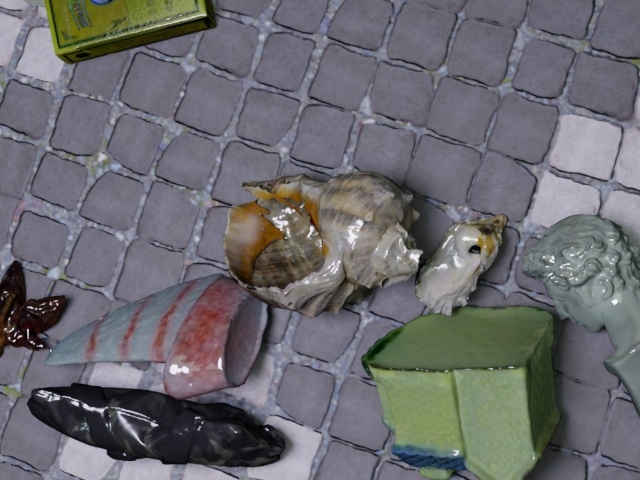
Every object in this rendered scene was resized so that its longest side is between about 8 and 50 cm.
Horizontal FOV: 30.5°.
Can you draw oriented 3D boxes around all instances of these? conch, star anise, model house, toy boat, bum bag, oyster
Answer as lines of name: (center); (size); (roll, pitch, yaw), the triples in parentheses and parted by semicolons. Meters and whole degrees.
conch: (0.012, 0.009, 1.478); (0.291, 0.159, 0.210); (18, 74, 50)
star anise: (-0.441, 0.101, 1.584); (0.212, 0.053, 0.157); (-24, 80, 7)
model house: (0.179, 0.199, 1.434); (0.214, 0.195, 0.189); (-4, 106, 23)
toy boat: (-0.218, 0.122, 1.517); (0.282, 0.096, 0.206); (-6, 43, 22)
bum bag: (-0.212, 0.236, 1.484); (0.341, 0.144, 0.095); (9, 73, 10)
oyster: (0.174, 0.030, 1.495); (0.122, 0.045, 0.146); (-7, 61, 22)

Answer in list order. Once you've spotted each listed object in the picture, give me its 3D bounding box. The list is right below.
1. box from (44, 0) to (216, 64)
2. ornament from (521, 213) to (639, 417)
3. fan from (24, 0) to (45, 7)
box: (-0.266, -0.338, 1.610); (0.220, 0.064, 0.140); (-13, 83, 8)
ornament: (0.370, 0.092, 1.424); (0.130, 0.120, 0.285); (-37, 80, 1)
fan: (-0.445, -0.428, 1.676); (0.329, 0.009, 0.190); (5, 86, 7)
